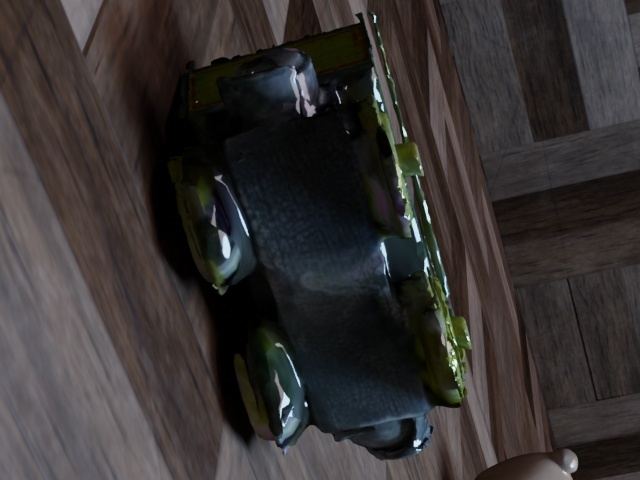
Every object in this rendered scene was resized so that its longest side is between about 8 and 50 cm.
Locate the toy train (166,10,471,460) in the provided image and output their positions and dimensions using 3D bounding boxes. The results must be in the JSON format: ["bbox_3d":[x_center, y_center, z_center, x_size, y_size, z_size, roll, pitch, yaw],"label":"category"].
[{"bbox_3d":[0.000,0.000,0.875,0.177,0.134,0.261,-100,174,-61],"label":"toy train"}]

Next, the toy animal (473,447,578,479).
[{"bbox_3d":[0.219,0.327,1.576,0.171,0.171,0.197,-74,146,-68],"label":"toy animal"}]
